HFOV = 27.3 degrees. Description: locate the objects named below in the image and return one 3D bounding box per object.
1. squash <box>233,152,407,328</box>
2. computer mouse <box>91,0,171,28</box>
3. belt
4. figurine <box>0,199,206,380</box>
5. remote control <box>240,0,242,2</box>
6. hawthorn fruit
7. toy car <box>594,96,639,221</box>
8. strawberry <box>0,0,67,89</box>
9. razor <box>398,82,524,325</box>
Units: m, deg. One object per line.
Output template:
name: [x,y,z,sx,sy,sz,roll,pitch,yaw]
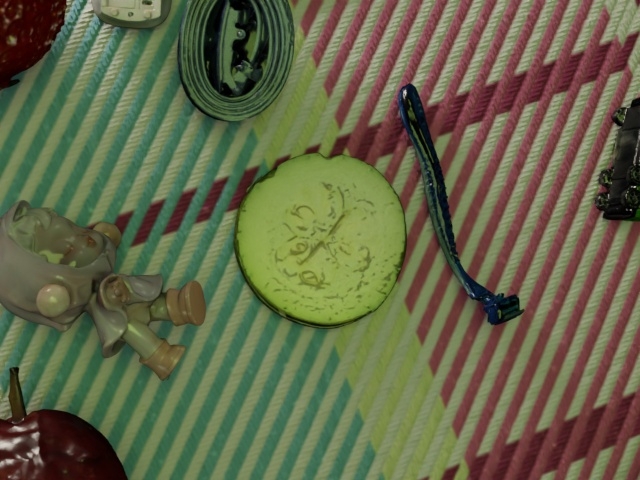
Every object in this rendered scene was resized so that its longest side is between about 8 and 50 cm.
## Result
squash: [-0.001,0.000,1.638,0.219,0.041,0.219,0,88,-6]
computer mouse: [-0.231,-0.358,1.633,0.102,0.045,0.199,2,83,-9]
belt: [-0.104,-0.241,1.613,0.141,0.082,0.190,5,94,-8]
figurine: [-0.271,0.056,1.535,0.276,0.200,0.133,28,120,0]
remote control: [-0.042,-0.352,1.672,0.245,0.025,0.063,-21,89,-11]
hawthorn fruit: [-0.328,0.276,1.480,0.230,0.210,0.266,-16,72,3]
toy car: [0.408,-0.102,1.694,0.062,0.071,0.165,16,82,-22]
strawberry: [-0.392,-0.322,1.502,0.250,0.238,0.288,36,104,-14]
razor: [0.158,-0.042,1.659,0.056,0.093,0.324,-26,84,25]
